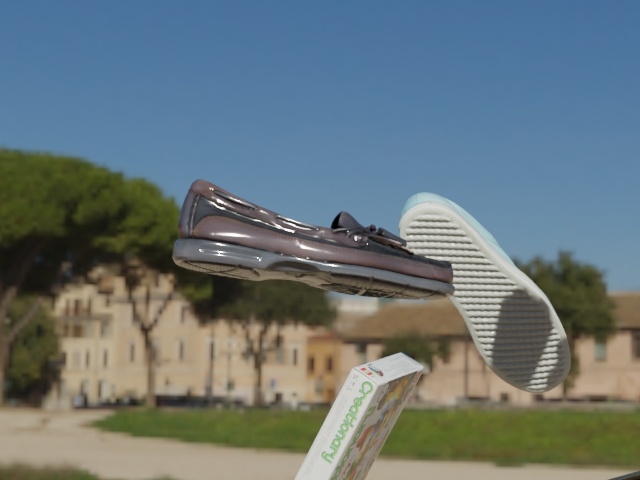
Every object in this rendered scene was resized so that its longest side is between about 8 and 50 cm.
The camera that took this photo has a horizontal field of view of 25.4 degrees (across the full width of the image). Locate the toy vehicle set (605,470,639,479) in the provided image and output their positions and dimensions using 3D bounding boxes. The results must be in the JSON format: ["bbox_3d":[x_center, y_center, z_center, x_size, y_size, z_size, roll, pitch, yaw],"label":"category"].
[{"bbox_3d":[0.532,0.462,2.344,0.267,0.166,0.035,-18,-45,11],"label":"toy vehicle set"}]

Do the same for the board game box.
[{"bbox_3d":[0.040,0.322,2.184,0.053,0.305,0.193,32,16,20],"label":"board game box"}]

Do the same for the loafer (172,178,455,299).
[{"bbox_3d":[0.000,0.000,1.483,0.302,0.095,0.109,8,-11,-13],"label":"loafer"}]

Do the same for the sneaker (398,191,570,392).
[{"bbox_3d":[0.253,0.064,2.143,0.135,0.366,0.150,-32,17,15],"label":"sneaker"}]
